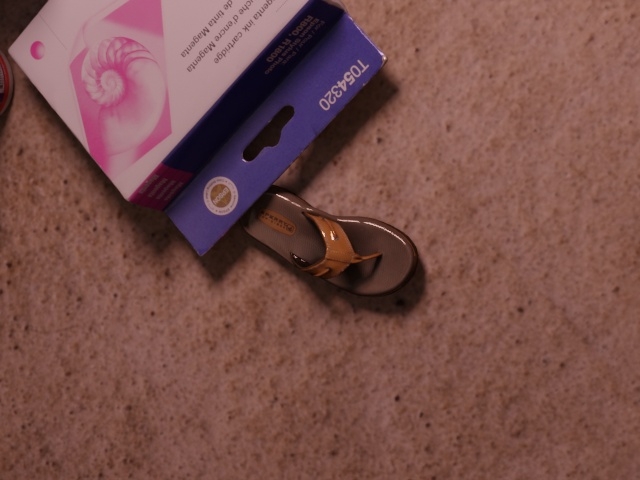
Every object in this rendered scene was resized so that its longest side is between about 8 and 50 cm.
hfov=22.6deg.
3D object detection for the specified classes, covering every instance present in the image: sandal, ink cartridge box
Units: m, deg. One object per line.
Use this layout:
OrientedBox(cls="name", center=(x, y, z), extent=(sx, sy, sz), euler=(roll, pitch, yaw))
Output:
OrientedBox(cls="sandal", center=(0.000, 0.000, 1.760), extent=(0.219, 0.060, 0.090), euler=(27, 107, 15))
OrientedBox(cls="ink cartridge box", center=(-0.145, -0.205, 1.763), extent=(0.324, 0.071, 0.330), euler=(-46, 74, 21))

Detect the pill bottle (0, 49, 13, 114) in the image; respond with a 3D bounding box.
OrientedBox(cls="pill bottle", center=(-0.446, -0.177, 1.832), extent=(0.108, 0.193, 0.108), euler=(3, 100, 21))
